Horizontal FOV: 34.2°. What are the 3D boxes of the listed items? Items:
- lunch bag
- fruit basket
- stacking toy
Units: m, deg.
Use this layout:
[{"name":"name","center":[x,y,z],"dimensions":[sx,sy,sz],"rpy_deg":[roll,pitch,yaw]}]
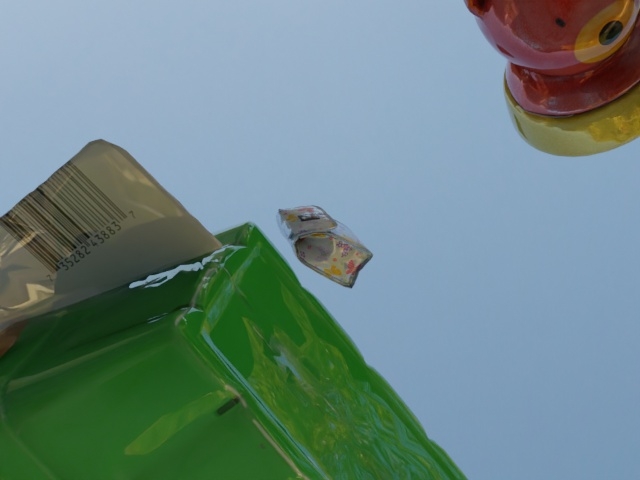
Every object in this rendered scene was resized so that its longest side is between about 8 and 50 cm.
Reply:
[{"name":"lunch bag","center":[0.000,0.000,1.004],"dimensions":[0.083,0.071,0.053],"rpy_deg":[26,-79,-24]},{"name":"fruit basket","center":[-0.111,0.154,0.552],"dimensions":[0.353,0.165,0.327],"rpy_deg":[-33,-77,33]},{"name":"stacking toy","center":[0.250,-0.175,0.575],"dimensions":[0.309,0.130,0.279],"rpy_deg":[-49,-138,-5]}]
